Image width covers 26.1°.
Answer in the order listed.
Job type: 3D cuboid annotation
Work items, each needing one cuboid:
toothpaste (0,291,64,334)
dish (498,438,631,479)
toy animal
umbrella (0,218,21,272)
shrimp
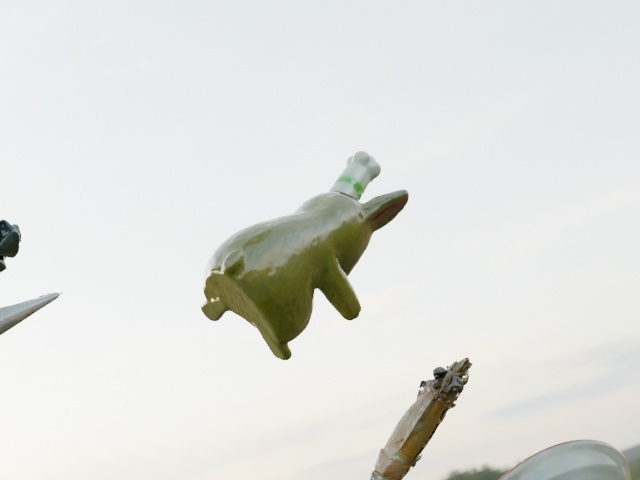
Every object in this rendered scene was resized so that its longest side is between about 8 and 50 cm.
[{"bbox_3d":[-0.601,0.157,2.430,0.323,0.066,0.100,-28,9,-38],"label":"toothpaste"},{"bbox_3d":[0.314,0.385,1.789,0.260,0.085,0.260,-14,-53,-20],"label":"dish"},{"bbox_3d":[-0.004,0.019,2.010,0.363,0.181,0.180,-29,-52,-35],"label":"toy animal"},{"bbox_3d":[-0.587,-0.033,2.016,0.143,0.094,0.349,-49,-40,0],"label":"umbrella"},{"bbox_3d":[0.098,0.193,1.419,0.184,0.043,0.091,-59,-16,17],"label":"shrimp"}]
